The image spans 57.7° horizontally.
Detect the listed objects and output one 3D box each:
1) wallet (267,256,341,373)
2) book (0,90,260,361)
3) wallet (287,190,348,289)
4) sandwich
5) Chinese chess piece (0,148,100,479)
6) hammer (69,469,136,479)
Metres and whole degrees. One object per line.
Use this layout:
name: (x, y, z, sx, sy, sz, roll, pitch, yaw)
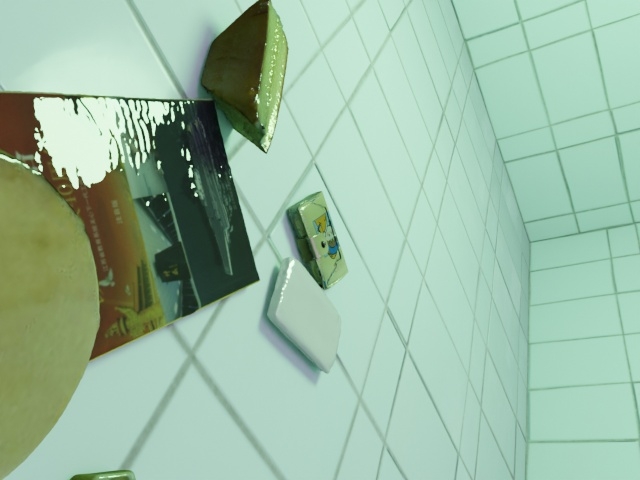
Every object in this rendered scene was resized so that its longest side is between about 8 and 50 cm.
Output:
wallet: (-0.022, 0.120, 0.922, 0.183, 0.032, 0.124, 54, 36, -40)
book: (-0.204, -0.032, 0.654, 0.374, 0.028, 0.263, -24, 101, -62)
wallet: (0.000, 0.000, 1.001, 0.110, 0.039, 0.155, -38, 112, -61)
sandwich: (-0.105, -0.239, 0.850, 0.094, 0.096, 0.258, 54, 34, -48)
Chinese chess piece: (-0.262, 0.052, 0.367, 0.251, 0.097, 0.251, 8, 90, -65)
hammer: (-0.189, 0.325, 0.518, 0.158, 0.041, 0.227, 21, 60, -58)
